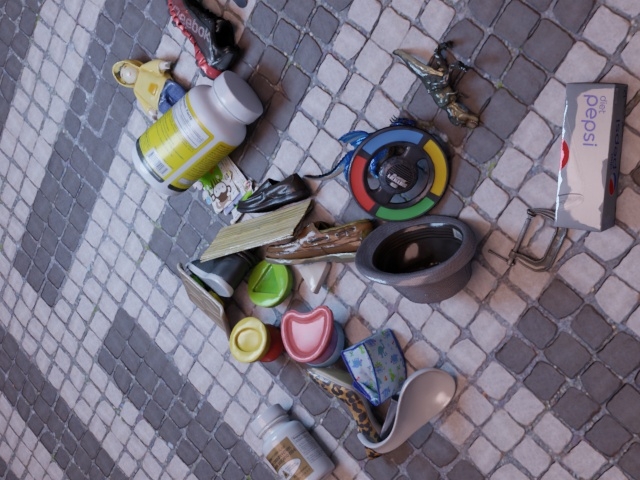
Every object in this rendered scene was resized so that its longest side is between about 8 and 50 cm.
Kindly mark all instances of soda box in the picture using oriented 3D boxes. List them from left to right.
[{"bbox_3d":[0.530,-0.165,1.584,0.098,0.091,0.286,10,105,34],"label":"soda box"}]

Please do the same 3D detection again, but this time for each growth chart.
[{"bbox_3d":[-0.272,-0.157,2.206,0.237,0.021,0.172,47,123,20],"label":"growth chart"}]

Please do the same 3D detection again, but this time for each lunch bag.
[{"bbox_3d":[0.138,0.306,1.937,0.096,0.129,0.151,-32,82,40],"label":"lunch bag"}]

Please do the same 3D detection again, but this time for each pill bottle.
[{"bbox_3d":[-0.316,-0.280,2.092,0.334,0.188,0.188,-37,77,22],"label":"pill bottle"},{"bbox_3d":[-0.080,0.553,2.141,0.229,0.131,0.131,49,123,18],"label":"pill bottle"}]

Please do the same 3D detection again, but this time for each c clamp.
[{"bbox_3d":[0.446,-0.003,1.720,0.137,0.022,0.161,37,119,25],"label":"c clamp"}]

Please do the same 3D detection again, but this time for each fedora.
[{"bbox_3d":[0.226,0.055,1.798,0.275,0.244,0.124,-4,126,31],"label":"fedora"}]

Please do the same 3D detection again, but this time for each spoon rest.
[{"bbox_3d":[0.205,0.405,1.893,0.276,0.137,0.084,-48,30,16],"label":"spoon rest"}]

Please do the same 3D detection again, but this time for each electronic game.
[{"bbox_3d":[0.174,-0.147,1.804,0.229,0.048,0.229,-1,116,-2],"label":"electronic game"}]

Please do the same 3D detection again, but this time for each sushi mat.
[{"bbox_3d":[-0.165,-0.022,2.075,0.316,0.151,0.019,-15,118,34],"label":"sushi mat"}]

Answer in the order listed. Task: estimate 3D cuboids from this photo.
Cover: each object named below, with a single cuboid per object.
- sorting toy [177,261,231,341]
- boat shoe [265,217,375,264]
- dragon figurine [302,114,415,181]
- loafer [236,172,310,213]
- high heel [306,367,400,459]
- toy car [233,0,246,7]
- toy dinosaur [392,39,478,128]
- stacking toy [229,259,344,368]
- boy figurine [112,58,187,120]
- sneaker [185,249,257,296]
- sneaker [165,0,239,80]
[{"bbox_3d":[-0.314,0.168,2.238,0.208,0.038,0.193,44,160,23],"label":"sorting toy"},{"bbox_3d":[0.000,0.000,1.993,0.307,0.111,0.104,-5,98,24],"label":"boat shoe"},{"bbox_3d":[0.096,-0.212,1.887,0.289,0.085,0.144,-3,95,32],"label":"dragon figurine"},{"bbox_3d":[-0.125,-0.121,2.079,0.220,0.080,0.078,-14,85,29],"label":"loafer"},{"bbox_3d":[0.063,0.432,2.012,0.261,0.093,0.186,22,107,10],"label":"high heel"},{"bbox_3d":[-0.249,-0.681,2.043,0.188,0.149,0.155,31,124,-5],"label":"toy car"},{"bbox_3d":[0.262,-0.363,1.759,0.268,0.064,0.118,53,130,19],"label":"toy dinosaur"},{"bbox_3d":[-0.066,0.197,2.108,0.309,0.130,0.279,-1,72,33],"label":"stacking toy"},{"bbox_3d":[-0.461,-0.430,2.243,0.285,0.092,0.177,38,122,20],"label":"boy figurine"},{"bbox_3d":[-0.265,0.066,2.207,0.104,0.147,0.296,49,162,-22],"label":"sneaker"},{"bbox_3d":[-0.299,-0.558,2.096,0.135,0.097,0.276,-36,80,35],"label":"sneaker"}]
